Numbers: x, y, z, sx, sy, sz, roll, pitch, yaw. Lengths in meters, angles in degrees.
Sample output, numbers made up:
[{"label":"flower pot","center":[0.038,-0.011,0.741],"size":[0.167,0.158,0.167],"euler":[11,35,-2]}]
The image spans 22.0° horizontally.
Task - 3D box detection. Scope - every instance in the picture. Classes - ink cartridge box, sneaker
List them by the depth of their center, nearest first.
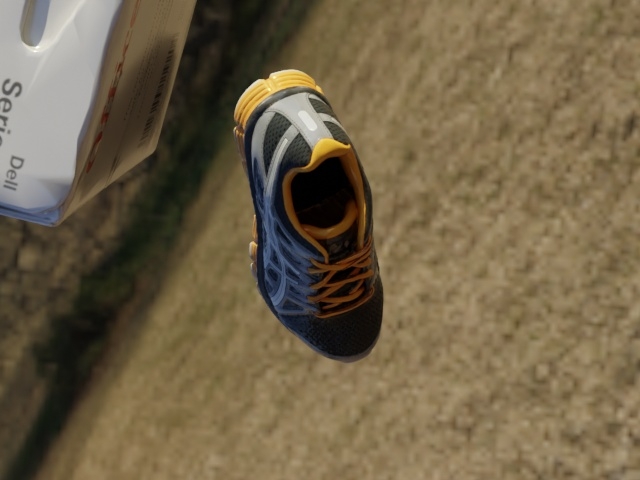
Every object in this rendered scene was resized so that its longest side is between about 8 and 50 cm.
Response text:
[{"label":"ink cartridge box","center":[-0.097,-0.105,0.609],"size":[0.219,0.092,0.160],"euler":[-73,0,-81]},{"label":"sneaker","center":[0.000,0.000,1.047],"size":[0.083,0.084,0.215],"euler":[47,160,52]}]
